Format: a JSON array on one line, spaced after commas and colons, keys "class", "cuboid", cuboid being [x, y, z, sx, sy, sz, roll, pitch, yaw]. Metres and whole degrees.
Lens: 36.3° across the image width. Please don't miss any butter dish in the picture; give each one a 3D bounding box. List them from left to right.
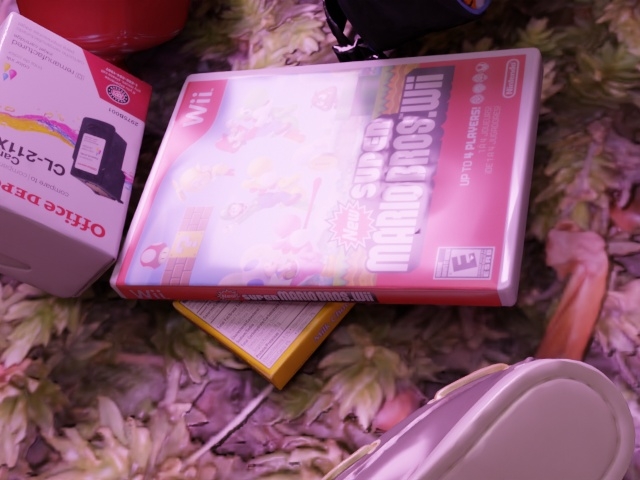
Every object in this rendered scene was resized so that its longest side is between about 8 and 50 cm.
[{"class": "butter dish", "cuboid": [-0.183, -0.197, 0.840, 0.160, 0.118, 0.160, 10, 19, 21]}]

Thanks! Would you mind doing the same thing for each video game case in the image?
[{"class": "video game case", "cuboid": [0.006, -0.047, 0.695, 0.285, 0.025, 0.204, -1, 55, 22]}]

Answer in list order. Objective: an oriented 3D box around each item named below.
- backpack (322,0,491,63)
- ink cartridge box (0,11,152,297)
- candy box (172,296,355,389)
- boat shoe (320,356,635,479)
[{"class": "backpack", "cuboid": [0.064, -0.313, 0.741, 0.213, 0.276, 0.263, -14, 41, 26]}, {"class": "ink cartridge box", "cuboid": [-0.207, -0.063, 0.731, 0.072, 0.127, 0.175, -36, 39, 40]}, {"class": "candy box", "cuboid": [0.000, 0.000, 0.698, 0.105, 0.027, 0.206, 31, 71, 36]}, {"class": "boat shoe", "cuboid": [0.034, 0.174, 0.535, 0.305, 0.091, 0.109, -38, 92, -6]}]
